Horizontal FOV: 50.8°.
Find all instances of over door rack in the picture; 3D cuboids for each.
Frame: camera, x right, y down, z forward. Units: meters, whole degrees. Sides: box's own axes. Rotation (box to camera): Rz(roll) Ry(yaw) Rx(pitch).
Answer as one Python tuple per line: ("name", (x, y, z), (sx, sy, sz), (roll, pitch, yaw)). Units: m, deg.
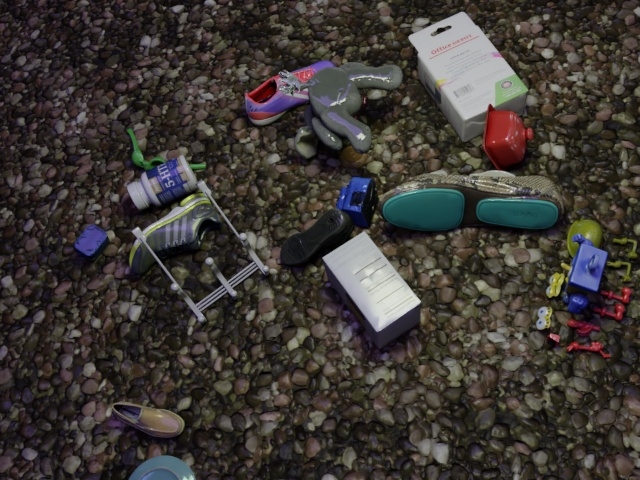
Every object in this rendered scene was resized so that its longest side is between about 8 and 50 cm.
("over door rack", (-0.321, 0.026, 1.798), (0.239, 0.108, 0.324), (-37, 88, -11))

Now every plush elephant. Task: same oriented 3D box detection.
("plush elephant", (0.042, -0.363, 1.928), (0.329, 0.255, 0.272), (16, 76, 9))

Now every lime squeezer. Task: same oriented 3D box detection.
("lime squeezer", (-0.503, -0.250, 2.066), (0.310, 0.059, 0.110), (25, 38, 21))

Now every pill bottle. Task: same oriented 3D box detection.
("pill bottle", (-0.460, -0.163, 1.971), (0.186, 0.112, 0.112), (-27, 62, -4))

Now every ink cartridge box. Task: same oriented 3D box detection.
("ink cartridge box", (0.422, -0.486, 1.983), (0.207, 0.119, 0.354), (-25, 63, -3))

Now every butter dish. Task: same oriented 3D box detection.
("butter dish", (0.517, -0.278, 1.826), (0.118, 0.160, 0.160), (-7, 59, 36))

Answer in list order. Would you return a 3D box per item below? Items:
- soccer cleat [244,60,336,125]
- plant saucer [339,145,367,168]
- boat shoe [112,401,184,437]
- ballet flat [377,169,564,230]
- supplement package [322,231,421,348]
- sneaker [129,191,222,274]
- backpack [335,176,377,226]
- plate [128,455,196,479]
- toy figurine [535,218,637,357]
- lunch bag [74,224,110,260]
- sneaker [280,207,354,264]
("soccer cleat", (-0.088, -0.470, 2.061), (0.318, 0.116, 0.109), (-31, 63, -7))
("plant saucer", (0.095, -0.248, 1.975), (0.083, 0.015, 0.084), (-4, 63, 7))
("boat shoe", (-0.433, 0.443, 1.678), (0.189, 0.072, 0.068), (8, 65, 13))
("ballet flat", (0.394, -0.118, 1.800), (0.482, 0.164, 0.182), (1, 42, 4))
("supplement package", (0.130, 0.126, 1.709), (0.133, 0.139, 0.244), (-32, 62, -9))
("sneaker", (-0.404, -0.006, 1.887), (0.300, 0.111, 0.121), (-43, 69, -11))
("backpack", (0.102, -0.116, 1.861), (0.101, 0.098, 0.120), (12, 67, 19))
("plate", (-0.387, 0.610, 1.614), (0.188, 0.024, 0.188), (-4, 62, 7))
("toy figurine", (0.659, 0.073, 1.604), (0.191, 0.217, 0.363), (20, 69, 18))
("lunch bag", (-0.657, 0.012, 1.941), (0.067, 0.065, 0.098), (35, 72, 7))
("sneaker", (0.000, 0.000, 1.835), (0.227, 0.130, 0.087), (-38, 65, 21))
